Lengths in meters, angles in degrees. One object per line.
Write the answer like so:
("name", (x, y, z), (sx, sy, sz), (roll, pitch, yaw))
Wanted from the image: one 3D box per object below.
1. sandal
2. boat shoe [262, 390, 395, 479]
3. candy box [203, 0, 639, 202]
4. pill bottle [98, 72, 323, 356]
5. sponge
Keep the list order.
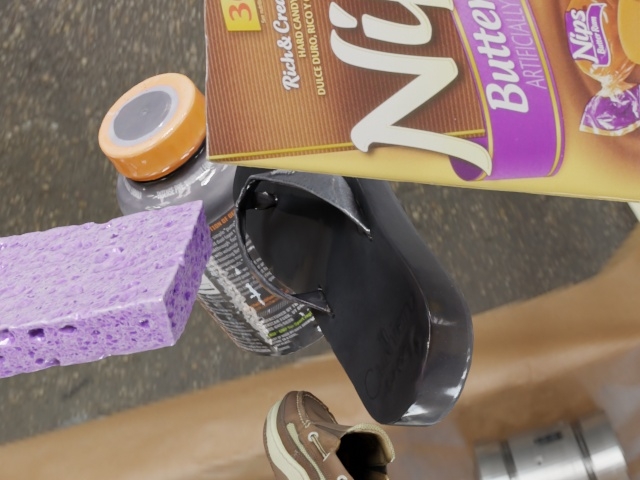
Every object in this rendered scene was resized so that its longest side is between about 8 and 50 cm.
("sandal", (0.000, -0.001, 0.716), (0.054, 0.254, 0.097), (7, 111, -25))
("boat shoe", (0.024, 0.190, 1.149), (0.095, 0.257, 0.095), (38, 103, -27))
("candy box", (0.053, -0.075, 0.472), (0.187, 0.053, 0.109), (6, 107, 21))
("pill bottle", (-0.078, -0.023, 1.134), (0.130, 0.130, 0.245), (-28, 131, 10))
("sponge", (-0.166, 0.033, 0.736), (0.210, 0.117, 0.031), (-10, 115, 11))
